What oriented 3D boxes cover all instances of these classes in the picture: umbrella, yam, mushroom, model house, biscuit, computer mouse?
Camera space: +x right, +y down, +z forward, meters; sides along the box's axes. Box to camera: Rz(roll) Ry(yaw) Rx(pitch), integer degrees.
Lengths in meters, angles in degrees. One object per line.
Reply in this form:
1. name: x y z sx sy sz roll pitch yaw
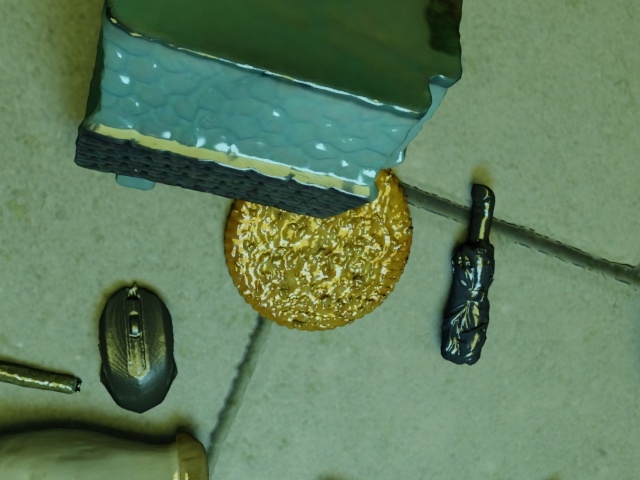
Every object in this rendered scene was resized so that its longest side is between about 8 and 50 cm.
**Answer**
1. umbrella: 0.206 0.049 1.237 0.070 0.071 0.248 6 104 -15
2. yam: -0.360 0.168 1.161 0.129 0.027 0.033 13 105 -18
3. mushroom: -0.312 0.297 1.166 0.350 0.128 0.128 3 107 -19
4. model house: -0.071 -0.161 1.022 0.360 0.297 0.339 11 140 -16
5. biscuit: 0.000 0.000 1.189 0.253 0.035 0.254 -4 109 -12
6. computer mouse: -0.229 0.141 1.166 0.099 0.057 0.172 -4 105 -10
